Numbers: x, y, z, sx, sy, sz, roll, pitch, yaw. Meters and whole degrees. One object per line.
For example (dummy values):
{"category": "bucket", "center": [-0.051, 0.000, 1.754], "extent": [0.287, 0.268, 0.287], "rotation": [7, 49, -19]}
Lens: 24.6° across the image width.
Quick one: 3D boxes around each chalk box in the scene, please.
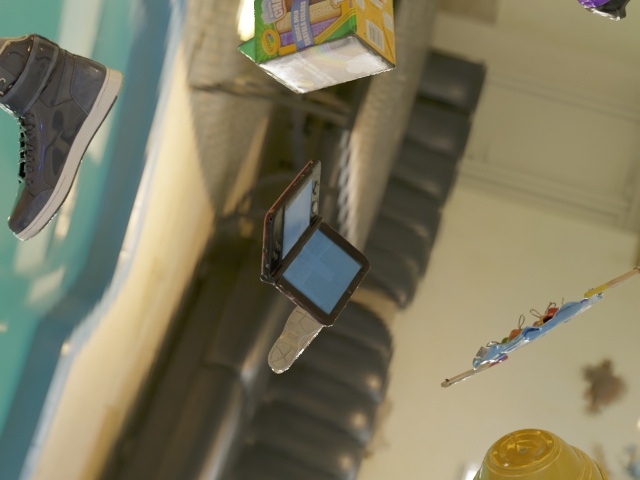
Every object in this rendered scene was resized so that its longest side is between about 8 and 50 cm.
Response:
{"category": "chalk box", "center": [-0.015, -0.303, 2.111], "extent": [0.132, 0.213, 0.132], "rotation": [29, 55, -56]}

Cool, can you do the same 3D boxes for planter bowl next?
{"category": "planter bowl", "center": [0.305, 0.338, 2.146], "extent": [0.217, 0.217, 0.090], "rotation": [-61, 138, -57]}

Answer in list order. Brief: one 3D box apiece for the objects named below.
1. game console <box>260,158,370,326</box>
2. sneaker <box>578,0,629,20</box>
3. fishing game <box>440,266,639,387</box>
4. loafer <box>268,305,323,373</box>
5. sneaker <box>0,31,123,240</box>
{"category": "game console", "center": [0.000, 0.000, 1.596], "extent": [0.144, 0.085, 0.124], "rotation": [-54, 154, -53]}
{"category": "sneaker", "center": [0.452, -0.414, 1.947], "extent": [0.293, 0.146, 0.102], "rotation": [-46, -157, 16]}
{"category": "fishing game", "center": [0.259, 0.102, 1.790], "extent": [0.189, 0.041, 0.264], "rotation": [-19, 165, -44]}
{"category": "loafer", "center": [-0.029, 0.126, 1.987], "extent": [0.125, 0.045, 0.039], "rotation": [-53, 168, -15]}
{"category": "sneaker", "center": [-0.347, -0.127, 1.678], "extent": [0.086, 0.163, 0.226], "rotation": [21, -95, 61]}
